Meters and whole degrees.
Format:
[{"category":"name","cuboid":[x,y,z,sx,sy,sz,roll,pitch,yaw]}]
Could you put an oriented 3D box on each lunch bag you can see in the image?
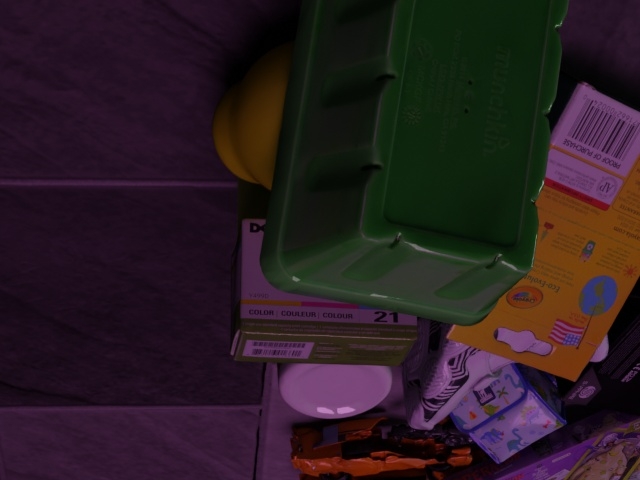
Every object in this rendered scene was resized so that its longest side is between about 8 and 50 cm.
[{"category":"lunch bag","cuboid":[0.254,0.222,1.761,0.129,0.096,0.151,-36,108,25]}]

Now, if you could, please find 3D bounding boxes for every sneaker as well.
[{"category":"sneaker","cuboid":[0.245,0.132,1.624,0.210,0.137,0.366,10,132,-13]}]

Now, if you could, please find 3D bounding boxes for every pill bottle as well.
[{"category":"pill bottle","cuboid":[0.010,0.083,1.477,0.131,0.229,0.131,-3,138,-3]}]

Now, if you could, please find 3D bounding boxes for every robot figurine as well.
[{"category":"robot figurine","cuboid":[0.106,0.326,1.864,0.291,0.085,0.211,-7,138,2]}]

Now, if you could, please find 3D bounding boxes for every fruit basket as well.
[{"category":"fruit basket","cuboid":[0.056,-0.113,1.237,0.282,0.392,0.392,12,135,-17]}]

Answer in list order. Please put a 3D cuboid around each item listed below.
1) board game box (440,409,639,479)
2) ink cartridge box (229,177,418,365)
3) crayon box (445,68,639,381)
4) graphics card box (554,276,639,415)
[{"category":"board game box","cuboid":[0.357,0.372,1.877,0.346,0.056,0.208,-21,133,-8]},{"category":"ink cartridge box","cuboid":[0.000,0.000,1.355,0.188,0.255,0.097,3,156,-8]},{"category":"crayon box","cuboid":[0.276,-0.013,1.416,0.202,0.081,0.319,21,104,-26]},{"category":"graphics card box","cuboid":[0.533,0.156,1.715,0.370,0.094,0.233,12,136,-19]}]
